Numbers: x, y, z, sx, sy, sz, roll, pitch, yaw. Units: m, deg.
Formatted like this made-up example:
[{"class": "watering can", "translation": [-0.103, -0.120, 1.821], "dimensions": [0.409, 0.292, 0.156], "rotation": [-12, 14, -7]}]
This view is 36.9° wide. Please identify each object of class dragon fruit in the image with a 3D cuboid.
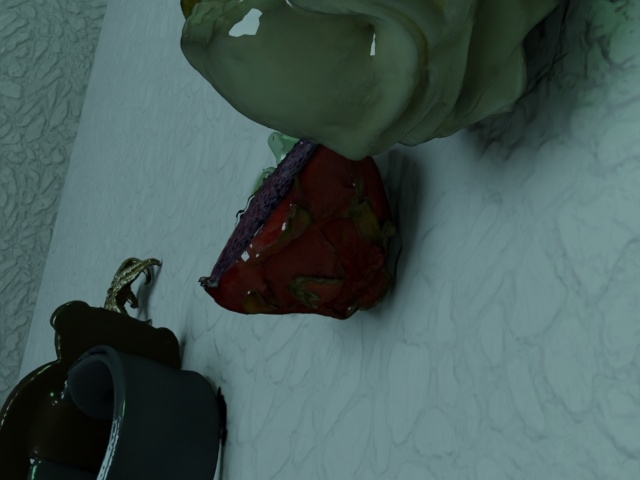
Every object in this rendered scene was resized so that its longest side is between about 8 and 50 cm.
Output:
[{"class": "dragon fruit", "translation": [0.001, 0.000, 0.923], "dimensions": [0.224, 0.148, 0.218], "rotation": [-48, 13, 39]}]

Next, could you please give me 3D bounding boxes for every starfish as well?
[{"class": "starfish", "translation": [-0.350, 0.104, 1.769], "dimensions": [0.190, 0.074, 0.146], "rotation": [-53, 29, 43]}]

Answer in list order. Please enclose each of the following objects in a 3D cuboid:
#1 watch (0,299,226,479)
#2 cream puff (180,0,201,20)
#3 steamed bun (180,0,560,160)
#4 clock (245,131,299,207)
[{"class": "watch", "translation": [-0.283, 0.268, 1.329], "dimensions": [0.327, 0.314, 0.335], "rotation": [3, 71, 55]}, {"class": "cream puff", "translation": [-0.082, -0.318, 1.207], "dimensions": [0.244, 0.196, 0.244], "rotation": [166, 90, -86]}, {"class": "steamed bun", "translation": [0.073, -0.205, 0.745], "dimensions": [0.309, 0.219, 0.324], "rotation": [-15, 40, 49]}, {"class": "clock", "translation": [-0.044, -0.018, 1.114], "dimensions": [0.151, 0.062, 0.191], "rotation": [-121, 46, -58]}]
